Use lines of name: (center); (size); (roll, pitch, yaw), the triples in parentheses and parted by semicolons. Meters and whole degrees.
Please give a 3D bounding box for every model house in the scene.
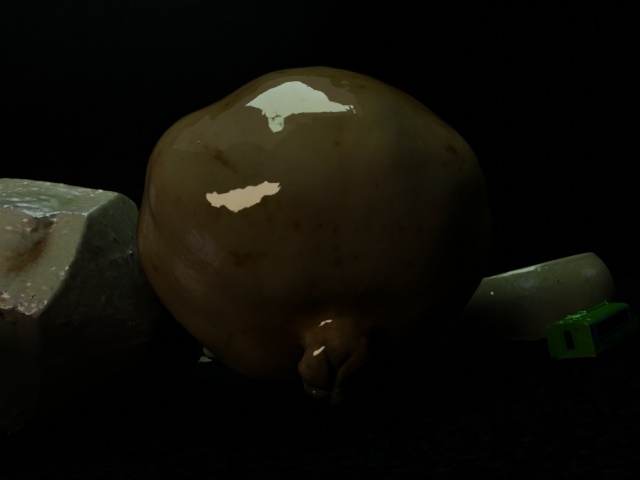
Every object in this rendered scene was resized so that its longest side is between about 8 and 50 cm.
model house: (-0.311, 0.087, 0.804); (0.205, 0.243, 0.211); (1, 27, -37)

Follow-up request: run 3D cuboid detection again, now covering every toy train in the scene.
toy train: (0.317, 0.095, 0.553); (0.044, 0.042, 0.209); (-16, -9, 43)

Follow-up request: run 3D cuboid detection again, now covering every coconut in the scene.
coconut: (-0.341, 0.075, 0.590); (0.310, 0.297, 0.297); (9, -6, 4)

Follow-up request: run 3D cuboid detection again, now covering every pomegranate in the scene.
pomegranate: (0.000, 0.000, 0.581); (0.412, 0.410, 0.411); (-10, -8, -1)

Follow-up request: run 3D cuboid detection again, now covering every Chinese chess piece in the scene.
Chinese chess piece: (0.307, 0.093, 0.739); (0.250, 0.102, 0.250); (-11, -9, -2)

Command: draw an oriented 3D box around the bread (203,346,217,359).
bread: (-0.183, 0.244, 1.165); (0.139, 0.077, 0.361); (-5, -9, -26)

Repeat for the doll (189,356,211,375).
doll: (-0.420, 0.236, 1.030); (0.349, 0.161, 0.423); (12, -9, -2)
